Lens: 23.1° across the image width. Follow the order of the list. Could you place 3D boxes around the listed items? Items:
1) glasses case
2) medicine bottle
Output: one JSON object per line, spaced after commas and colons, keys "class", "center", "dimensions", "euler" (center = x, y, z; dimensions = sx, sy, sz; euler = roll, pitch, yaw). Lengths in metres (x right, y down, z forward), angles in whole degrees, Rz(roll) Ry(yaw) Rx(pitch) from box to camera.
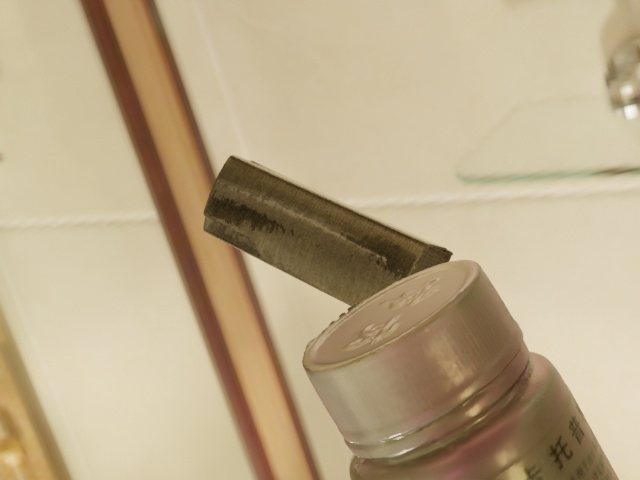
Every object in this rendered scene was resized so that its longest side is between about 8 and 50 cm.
{"class": "glasses case", "center": [0.000, 0.000, 1.206], "dimensions": [0.205, 0.071, 0.047], "euler": [26, -176, 35]}
{"class": "medicine bottle", "center": [0.104, 0.150, 0.983], "dimensions": [0.152, 0.254, 0.152], "euler": [-28, -167, 7]}
